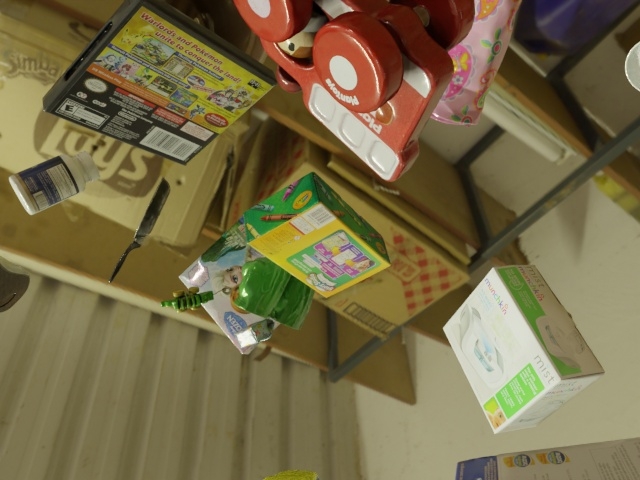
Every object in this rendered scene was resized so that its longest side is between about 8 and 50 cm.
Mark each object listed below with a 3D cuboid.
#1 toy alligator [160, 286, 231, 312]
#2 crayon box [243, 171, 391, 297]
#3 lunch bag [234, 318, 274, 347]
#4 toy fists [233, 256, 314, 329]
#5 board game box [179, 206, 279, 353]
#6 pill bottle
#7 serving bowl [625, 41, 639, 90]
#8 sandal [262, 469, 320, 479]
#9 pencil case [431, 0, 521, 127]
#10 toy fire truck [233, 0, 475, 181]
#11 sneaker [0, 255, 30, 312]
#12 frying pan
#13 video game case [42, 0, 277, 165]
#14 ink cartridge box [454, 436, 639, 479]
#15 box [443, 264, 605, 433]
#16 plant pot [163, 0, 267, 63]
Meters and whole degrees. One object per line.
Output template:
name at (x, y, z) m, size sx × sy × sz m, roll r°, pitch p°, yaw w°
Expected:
toy alligator at (-0.319, 0.153, 1.497) m, size 0.189 × 0.056 × 0.051 m, roll -10°, pitch -164°, yaw -20°
crayon box at (0.000, 0.000, 1.131) m, size 0.278 × 0.165 × 0.081 m, roll 39°, pitch -150°, yaw -46°
lunch bag at (-0.161, 0.232, 1.448) m, size 0.083 × 0.071 × 0.053 m, roll -28°, pitch -88°, yaw -53°
toy fists at (-0.105, 0.122, 1.414) m, size 0.096 × 0.142 × 0.279 m, roll 23°, pitch 174°, yaw 35°
board game box at (-0.212, 0.118, 1.735) m, size 0.319 × 0.318 × 0.066 m, roll 46°, pitch 180°, yaw 16°
pill bottle at (-0.583, -0.134, 1.269) m, size 0.169 × 0.094 × 0.094 m, roll -32°, pitch -104°, yaw -27°
serving bowl at (0.470, -0.245, 0.793) m, size 0.027 × 0.083 × 0.083 m, roll -38°, pitch -98°, yaw -30°
sandal at (-0.106, 0.506, 0.939) m, size 0.317 × 0.126 × 0.138 m, roll -33°, pitch -84°, yaw -39°
pencil case at (0.269, -0.341, 1.009) m, size 0.124 × 0.284 × 0.124 m, roll 13°, pitch -155°, yaw -6°
toy fire truck at (0.018, -0.230, 0.694) m, size 0.302 × 0.254 × 0.169 m, roll 42°, pitch -116°, yaw 10°
sneaker at (-0.686, 0.058, 1.167) m, size 0.123 × 0.290 × 0.106 m, roll 38°, pitch -116°, yaw 5°
frying pan at (-0.504, -0.036, 1.632) m, size 0.053 × 0.197 × 0.327 m, roll 25°, pitch -114°, yaw -15°
video game case at (-0.247, -0.240, 0.916) m, size 0.274 × 0.248 × 0.035 m, roll 19°, pitch -135°, yaw -50°
ink cartridge box at (0.292, 0.267, 0.579) m, size 0.185 × 0.310 × 0.065 m, roll -16°, pitch -85°, yaw -74°
box at (0.408, 0.222, 1.188) m, size 0.126 × 0.231 × 0.262 m, roll -1°, pitch -130°, yaw -25°
plant pot at (-0.327, -0.529, 1.397) m, size 0.333 × 0.334 × 0.305 m, roll 17°, pitch -178°, yaw -33°
